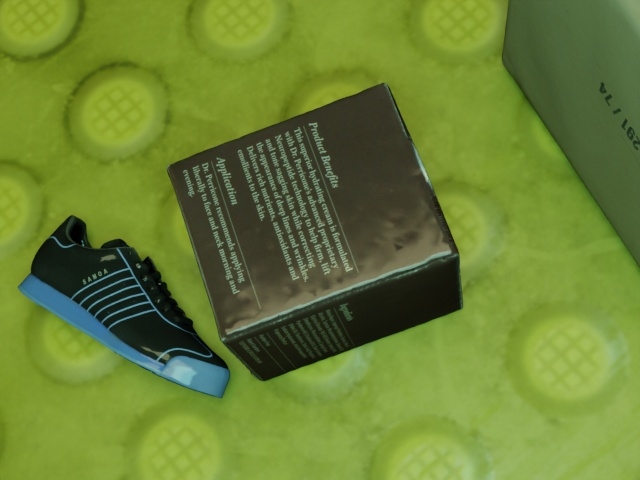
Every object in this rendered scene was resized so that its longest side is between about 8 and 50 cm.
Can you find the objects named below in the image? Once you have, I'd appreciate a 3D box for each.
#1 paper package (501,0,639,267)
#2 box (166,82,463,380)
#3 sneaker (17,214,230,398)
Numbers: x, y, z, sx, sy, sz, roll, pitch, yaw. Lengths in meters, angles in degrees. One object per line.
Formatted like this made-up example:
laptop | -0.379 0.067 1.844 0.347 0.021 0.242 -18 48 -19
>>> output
paper package | 0.301 -0.127 0.891 0.168 0.309 0.324 -27 70 -6
box | 0.000 0.000 0.970 0.203 0.167 0.168 -20 69 1
sneaker | -0.170 0.058 1.022 0.232 0.081 0.090 28 85 18
